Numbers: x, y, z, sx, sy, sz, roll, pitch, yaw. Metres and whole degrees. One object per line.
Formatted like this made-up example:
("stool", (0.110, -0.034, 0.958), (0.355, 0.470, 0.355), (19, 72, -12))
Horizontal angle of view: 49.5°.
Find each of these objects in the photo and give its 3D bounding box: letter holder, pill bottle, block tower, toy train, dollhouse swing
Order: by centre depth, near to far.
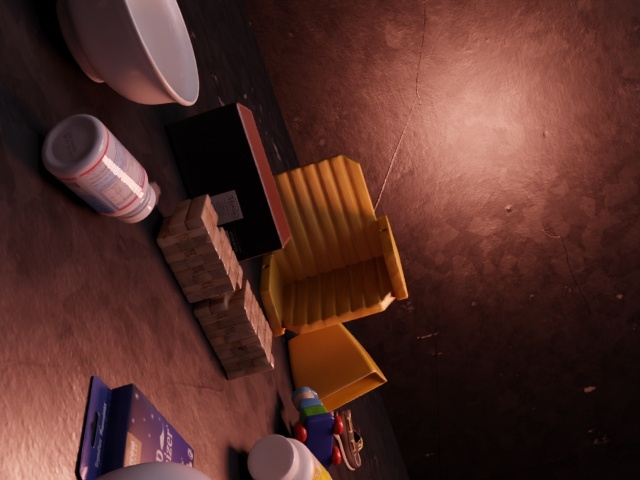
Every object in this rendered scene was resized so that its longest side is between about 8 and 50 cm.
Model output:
("pill bottle", (-0.280, -0.086, 0.901), (0.160, 0.087, 0.087), (60, 15, -61))
("block tower", (-0.180, 0.089, 1.230), (0.097, 0.091, 0.335), (-92, 164, -61))
("pill bottle", (-0.056, 0.433, 1.267), (0.208, 0.118, 0.117), (65, 11, -50))
("letter holder", (-0.181, -0.118, 1.463), (0.214, 0.152, 0.301), (-65, 137, -82))
("toy train", (-0.024, 0.468, 1.586), (0.143, 0.105, 0.248), (-127, -145, -58))
("dollhouse swing", (0.000, 0.000, 1.735), (0.315, 0.347, 0.305), (-92, 164, -62))

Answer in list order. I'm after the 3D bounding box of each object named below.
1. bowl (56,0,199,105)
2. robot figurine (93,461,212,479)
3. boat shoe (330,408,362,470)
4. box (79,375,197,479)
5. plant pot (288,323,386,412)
("bowl", (-0.307, -0.331, 1.066), (0.298, 0.134, 0.297), (-18, 90, -82))
("robot figurine", (-0.149, 0.343, 0.618), (0.209, 0.174, 0.278), (121, -44, -68))
("boat shoe", (0.090, 0.609, 2.115), (0.081, 0.069, 0.227), (-92, 163, -62))
("box", (-0.210, 0.271, 0.835), (0.136, 0.037, 0.225), (-99, 168, -46))
("plant pot", (0.029, 0.327, 1.844), (0.187, 0.212, 0.212), (63, 3, 22))
